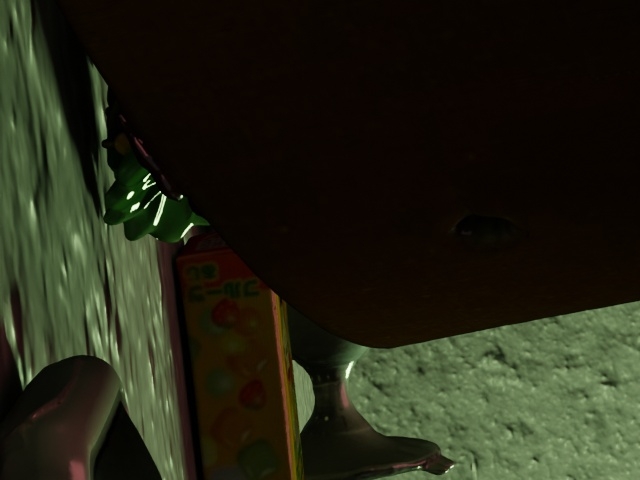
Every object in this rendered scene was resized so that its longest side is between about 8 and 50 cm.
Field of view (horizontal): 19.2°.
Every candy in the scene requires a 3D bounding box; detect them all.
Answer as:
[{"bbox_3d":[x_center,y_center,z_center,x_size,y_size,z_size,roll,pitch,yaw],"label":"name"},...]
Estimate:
[{"bbox_3d":[-0.030,0.058,0.741,0.062,0.038,0.122,-84,168,-82],"label":"candy"}]

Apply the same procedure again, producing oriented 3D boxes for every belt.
[{"bbox_3d":[0.020,-0.107,0.407,0.339,0.122,0.217,57,29,-48],"label":"belt"}]

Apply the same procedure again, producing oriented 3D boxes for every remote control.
[{"bbox_3d":[-0.034,0.154,0.396,0.067,0.029,0.261,-89,172,-79],"label":"remote control"}]

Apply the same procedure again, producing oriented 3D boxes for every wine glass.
[{"bbox_3d":[0.000,0.000,0.867,0.103,0.103,0.222,-78,161,-85],"label":"wine glass"}]

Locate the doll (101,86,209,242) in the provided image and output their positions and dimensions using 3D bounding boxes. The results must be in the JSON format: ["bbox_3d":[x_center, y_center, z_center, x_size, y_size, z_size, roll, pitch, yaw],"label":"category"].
[{"bbox_3d":[-0.029,-0.062,0.547,0.078,0.076,0.113,58,24,-66],"label":"doll"}]
